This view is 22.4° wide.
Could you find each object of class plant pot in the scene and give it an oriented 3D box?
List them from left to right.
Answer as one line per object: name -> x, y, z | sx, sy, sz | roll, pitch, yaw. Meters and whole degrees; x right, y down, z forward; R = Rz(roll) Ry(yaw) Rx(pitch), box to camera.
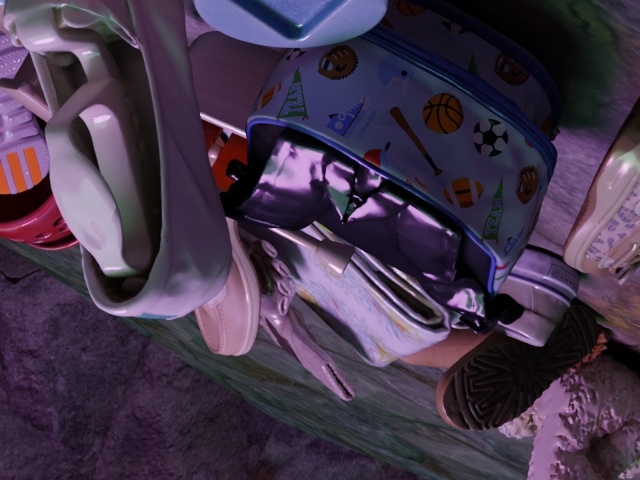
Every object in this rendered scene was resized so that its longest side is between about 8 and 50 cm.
plant pot -> -0.389, -0.084, 2.244 | 0.191, 0.191, 0.174 | 22, 175, 25

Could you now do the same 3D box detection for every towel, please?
towel -> 0.000, 0.000, 1.759 | 0.320, 0.090, 0.374 | 47, 167, 0

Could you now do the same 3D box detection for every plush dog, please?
plush dog -> 0.357, 0.212, 1.966 | 0.225, 0.210, 0.262 | 18, -159, -27

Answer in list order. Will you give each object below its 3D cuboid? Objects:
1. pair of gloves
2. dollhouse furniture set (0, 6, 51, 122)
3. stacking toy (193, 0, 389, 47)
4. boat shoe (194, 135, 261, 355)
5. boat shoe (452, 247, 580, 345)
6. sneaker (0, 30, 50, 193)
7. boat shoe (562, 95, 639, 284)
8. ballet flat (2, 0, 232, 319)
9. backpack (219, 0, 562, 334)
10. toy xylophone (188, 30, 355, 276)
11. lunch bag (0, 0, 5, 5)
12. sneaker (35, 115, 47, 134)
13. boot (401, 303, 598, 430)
pair of gloves -> -0.052, 0.065, 1.849 | 0.240, 0.042, 0.204 | 57, 168, -28
dollhouse furniture set -> -0.276, -0.196, 1.578 | 0.242, 0.161, 0.212 | 13, 161, 49
stacking toy -> -0.100, -0.200, 1.023 | 0.279, 0.130, 0.309 | -3, 161, 13
boat shoe -> -0.136, 0.012, 1.705 | 0.109, 0.098, 0.302 | 42, 150, 41
boat shoe -> 0.159, 0.049, 1.812 | 0.109, 0.094, 0.302 | 35, 166, -31
sneaker -> -0.399, -0.214, 1.857 | 0.321, 0.124, 0.180 | 93, 155, -48
boat shoe -> 0.257, -0.026, 1.270 | 0.089, 0.104, 0.285 | 28, 167, 10
ballet flat -> -0.169, -0.126, 1.231 | 0.139, 0.139, 0.400 | 1, 107, 65
backpack -> 0.067, -0.071, 1.241 | 0.276, 0.213, 0.263 | 25, 177, 4
toy xylophone -> -0.029, -0.073, 1.464 | 0.322, 0.236, 0.081 | 29, 138, 9
lunch bag -> -0.371, -0.318, 1.297 | 0.262, 0.160, 0.223 | 19, 167, 12
sneaker -> -0.234, -0.122, 1.914 | 0.299, 0.112, 0.121 | 12, 160, 50
boot -> 0.167, 0.138, 1.906 | 0.269, 0.236, 0.089 | 3, 114, 59
